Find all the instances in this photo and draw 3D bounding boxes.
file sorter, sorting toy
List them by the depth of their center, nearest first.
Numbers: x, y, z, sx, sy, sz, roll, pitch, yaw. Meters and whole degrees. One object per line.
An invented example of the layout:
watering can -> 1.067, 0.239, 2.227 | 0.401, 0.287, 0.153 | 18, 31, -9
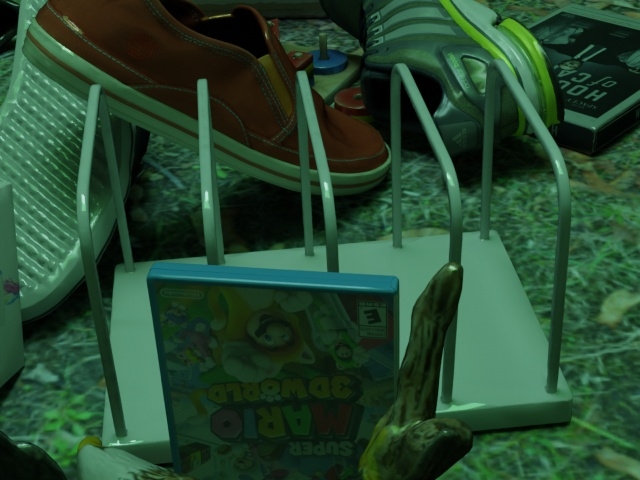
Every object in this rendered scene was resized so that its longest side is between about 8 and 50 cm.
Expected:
file sorter -> 0.000, 0.000, 0.704 | 0.277, 0.173, 0.193 | -5, 33, -5
sorting toy -> -0.048, -0.172, 1.095 | 0.274, 0.046, 0.132 | 13, 35, 23

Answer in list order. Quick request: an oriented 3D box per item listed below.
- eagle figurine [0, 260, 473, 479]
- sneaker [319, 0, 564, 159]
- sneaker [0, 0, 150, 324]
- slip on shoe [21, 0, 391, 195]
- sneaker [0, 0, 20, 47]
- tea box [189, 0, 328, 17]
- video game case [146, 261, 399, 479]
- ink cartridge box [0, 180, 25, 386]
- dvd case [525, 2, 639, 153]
eagle figurine -> -0.082, 0.139, 0.463 | 0.298, 0.226, 0.225 | -5, -8, -35
sneaker -> 0.072, -0.168, 0.986 | 0.121, 0.111, 0.300 | -27, 42, -18
sneaker -> -0.195, -0.061, 0.876 | 0.126, 0.127, 0.321 | 8, 58, 2
slip on shoe -> -0.055, -0.115, 0.838 | 0.331, 0.101, 0.123 | 21, 17, -43
sneaker -> -0.389, -0.196, 1.122 | 0.090, 0.081, 0.232 | 6, 31, 26
tea box -> -0.074, -0.428, 1.275 | 0.328, 0.220, 0.324 | 1, 47, 4
video game case -> -0.020, 0.086, 0.572 | 0.119, 0.166, 0.015 | 3, 33, 8
ink cartridge box -> -0.243, 0.041, 0.698 | 0.092, 0.143, 0.090 | 2, 15, 7
dvd case -> 0.245, -0.160, 1.072 | 0.179, 0.030, 0.238 | 25, 41, 37
